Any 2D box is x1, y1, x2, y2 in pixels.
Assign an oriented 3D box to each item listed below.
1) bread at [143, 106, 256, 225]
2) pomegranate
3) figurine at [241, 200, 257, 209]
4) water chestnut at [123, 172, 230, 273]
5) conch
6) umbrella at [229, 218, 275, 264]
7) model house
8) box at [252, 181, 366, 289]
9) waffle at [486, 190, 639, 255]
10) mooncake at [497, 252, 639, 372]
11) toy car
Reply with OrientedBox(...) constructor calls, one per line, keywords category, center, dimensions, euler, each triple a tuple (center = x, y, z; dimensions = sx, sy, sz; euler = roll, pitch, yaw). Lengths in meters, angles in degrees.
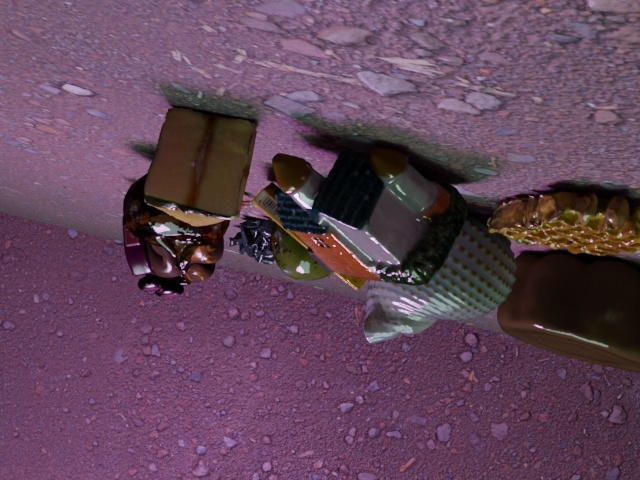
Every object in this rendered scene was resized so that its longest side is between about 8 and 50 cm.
OrientedBox(category="bread", center=(-0.169, -0.106, 1.408), dimensions=(0.163, 0.167, 0.264), euler=(11, 174, 12))
OrientedBox(category="pomegranate", center=(0.000, 0.000, 1.845), dimensions=(0.224, 0.181, 0.182), euler=(-7, -177, -32))
OrientedBox(category="figurine", center=(-0.188, -0.092, 1.898), dimensions=(0.064, 0.047, 0.109), euler=(-2, 173, 34))
OrientedBox(category="water chestnut", center=(-0.299, -0.052, 1.739), dimensions=(0.224, 0.238, 0.223), euler=(2, 168, 1))
OrientedBox(category="conch", center=(0.214, 0.054, 1.608), dimensions=(0.319, 0.215, 0.303), euler=(-17, -176, 2))
OrientedBox(category="umbrella", center=(-0.172, 0.001, 2.308), dimensions=(0.143, 0.094, 0.349), euler=(11, 170, -12))
OrientedBox(category="model house", center=(0.048, -0.079, 1.334), dimensions=(0.301, 0.190, 0.271), euler=(39, 161, -35))
OrientedBox(category="box", center=(-0.015, -0.012, 1.651), dimensions=(0.269, 0.043, 0.152), euler=(41, -169, -3))
OrientedBox(category="waffle", center=(0.410, -0.029, 1.338), dimensions=(0.310, 0.065, 0.283), euler=(4, 170, 33))
OrientedBox(category="mooncake", center=(0.582, 0.148, 1.802), dimensions=(0.379, 0.200, 0.378), euler=(17, 170, 3))
OrientedBox(category="toy car", center=(-0.361, -0.002, 2.178), dimensions=(0.241, 0.271, 0.341), euler=(-10, 169, 12))
